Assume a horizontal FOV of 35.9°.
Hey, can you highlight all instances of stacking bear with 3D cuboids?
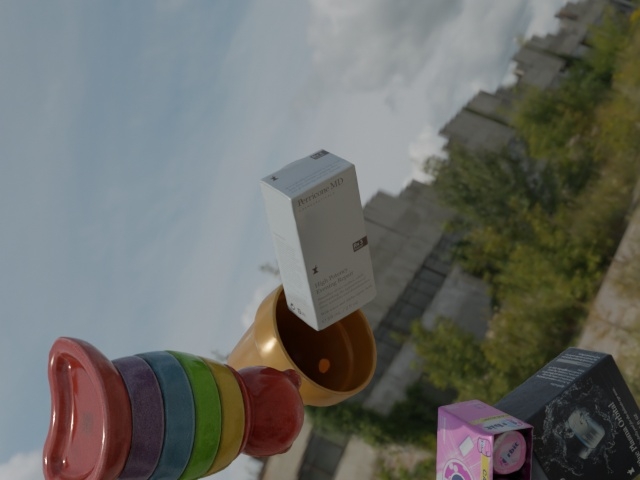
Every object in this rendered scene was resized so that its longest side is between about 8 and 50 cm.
[{"bbox_3d":[-0.149,0.201,1.137,0.289,0.164,0.175,3,-90,-38],"label":"stacking bear"}]

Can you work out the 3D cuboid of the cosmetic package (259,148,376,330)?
[{"bbox_3d":[0.000,0.000,1.414,0.117,0.085,0.231,-30,-52,-25],"label":"cosmetic package"}]

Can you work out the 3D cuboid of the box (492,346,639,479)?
[{"bbox_3d":[0.318,0.244,1.242,0.158,0.156,0.093,-33,11,-18],"label":"box"}]

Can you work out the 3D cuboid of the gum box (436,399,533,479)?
[{"bbox_3d":[0.194,0.299,1.183,0.062,0.107,0.188,-6,-78,-28],"label":"gum box"}]

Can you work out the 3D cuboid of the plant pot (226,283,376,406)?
[{"bbox_3d":[-0.048,0.186,1.576,0.188,0.205,0.205,-38,9,39],"label":"plant pot"}]
